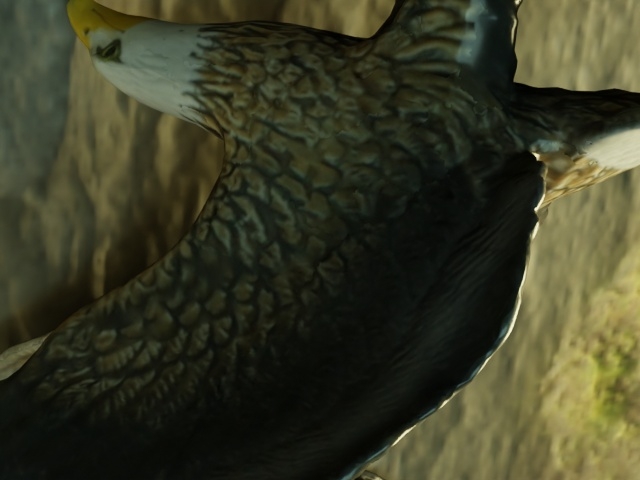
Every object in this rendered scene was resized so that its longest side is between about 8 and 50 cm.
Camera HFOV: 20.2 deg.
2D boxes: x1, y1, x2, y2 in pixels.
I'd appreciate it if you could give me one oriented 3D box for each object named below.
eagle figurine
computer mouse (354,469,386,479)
[{"bbox_3d":[-0.008,-0.005,0.581,0.226,0.225,0.298,18,101,-38],"label":"eagle figurine"},{"bbox_3d":[-0.014,0.220,0.779,0.184,0.060,0.262,35,102,-33],"label":"computer mouse"}]
